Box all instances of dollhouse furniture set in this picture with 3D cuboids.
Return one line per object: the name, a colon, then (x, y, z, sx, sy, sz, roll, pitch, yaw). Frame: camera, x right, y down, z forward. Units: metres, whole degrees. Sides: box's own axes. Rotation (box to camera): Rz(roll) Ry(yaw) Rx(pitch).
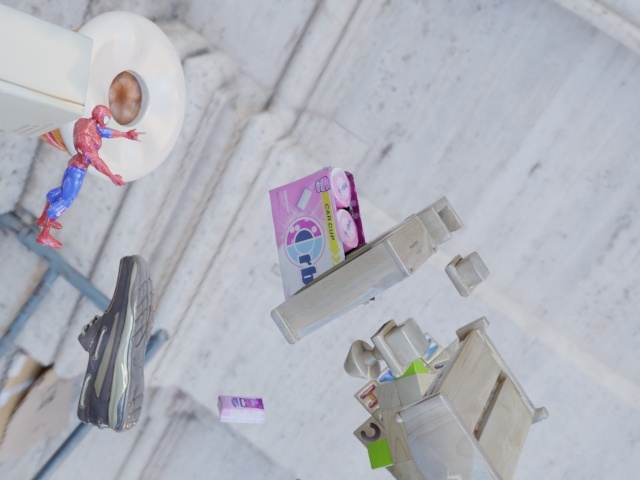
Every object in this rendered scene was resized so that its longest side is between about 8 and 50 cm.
dollhouse furniture set: (0.129, 0.168, 0.950, 0.174, 0.356, 0.303, -32, -178, 30)

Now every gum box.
gum box: (0.000, 0.000, 1.121, 0.107, 0.188, 0.062, -17, 167, 34)

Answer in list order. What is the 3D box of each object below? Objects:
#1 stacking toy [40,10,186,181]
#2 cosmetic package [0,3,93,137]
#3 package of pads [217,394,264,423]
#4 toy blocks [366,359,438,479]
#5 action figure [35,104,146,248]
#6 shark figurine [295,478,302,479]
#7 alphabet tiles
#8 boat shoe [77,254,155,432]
stacking toy: (-0.568, -0.323, 1.813, 0.350, 0.479, 0.351, -23, 118, -53)
cosmetic package: (-0.454, -0.228, 1.000, 0.160, 0.309, 0.113, -9, -106, 47)
package of pads: (-0.143, 0.304, 1.487, 0.050, 0.083, 0.032, -114, -146, -61)
toy blocks: (0.244, 0.404, 1.560, 0.190, 0.381, 0.261, -25, 157, 32)
action figure: (-0.396, -0.111, 1.458, 0.280, 0.139, 0.091, -61, -147, 29)
shark figurine: (0.052, 0.525, 1.356, 0.116, 0.278, 0.166, -44, 153, -40)
alphabet tiles: (0.250, 0.365, 1.776, 0.342, 0.285, 0.011, -38, 162, -22)
boat shoe: (-0.412, 0.195, 1.631, 0.132, 0.130, 0.355, 80, 12, -68)
